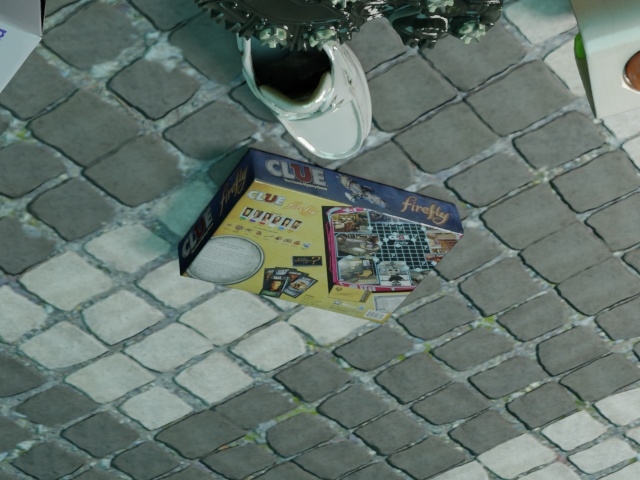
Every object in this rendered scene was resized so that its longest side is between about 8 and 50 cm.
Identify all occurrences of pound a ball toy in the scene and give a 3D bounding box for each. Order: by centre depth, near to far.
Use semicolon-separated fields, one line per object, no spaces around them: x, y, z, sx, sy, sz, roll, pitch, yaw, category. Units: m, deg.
0.321;-0.216;1.445;0.319;0.135;0.208;-15;141;5;pound a ball toy

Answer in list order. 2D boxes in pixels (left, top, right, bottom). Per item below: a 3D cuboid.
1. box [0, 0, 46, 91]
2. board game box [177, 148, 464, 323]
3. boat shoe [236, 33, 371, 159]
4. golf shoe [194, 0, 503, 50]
-0.389;-0.164;1.405;0.231;0.126;0.262;22;131;-31;box
0.000;0.000;1.754;0.243;0.042;0.165;15;136;-27;board game box
-0.023;-0.147;1.521;0.098;0.096;0.277;-18;141;12;boat shoe
0.020;-0.224;1.395;0.273;0.120;0.105;0;152;-23;golf shoe
